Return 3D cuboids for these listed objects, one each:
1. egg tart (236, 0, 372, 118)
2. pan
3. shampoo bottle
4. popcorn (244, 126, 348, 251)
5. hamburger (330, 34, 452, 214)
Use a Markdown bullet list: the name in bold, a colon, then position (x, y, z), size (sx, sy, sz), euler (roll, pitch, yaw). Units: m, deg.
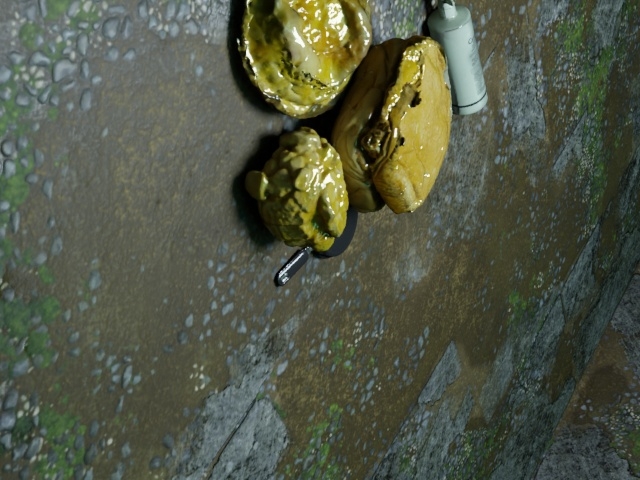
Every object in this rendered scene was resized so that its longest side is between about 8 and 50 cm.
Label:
- **egg tart**: position (-0.003, -0.323, 1.471), size (0.297, 0.132, 0.297), euler (-20, 117, -47)
- **pan**: position (0.000, 0.000, 1.705), size (0.235, 0.028, 0.136), euler (-50, 140, -32)
- **shampoo bottle**: position (0.259, -0.363, 1.879), size (0.085, 0.085, 0.262), euler (-53, 142, -28)
- **popcorn**: position (-0.027, -0.075, 1.533), size (0.163, 0.140, 0.194), euler (-32, 128, -53)
- **hamburger**: position (0.125, -0.200, 1.657), size (0.318, 0.158, 0.319), euler (13, 90, -72)
